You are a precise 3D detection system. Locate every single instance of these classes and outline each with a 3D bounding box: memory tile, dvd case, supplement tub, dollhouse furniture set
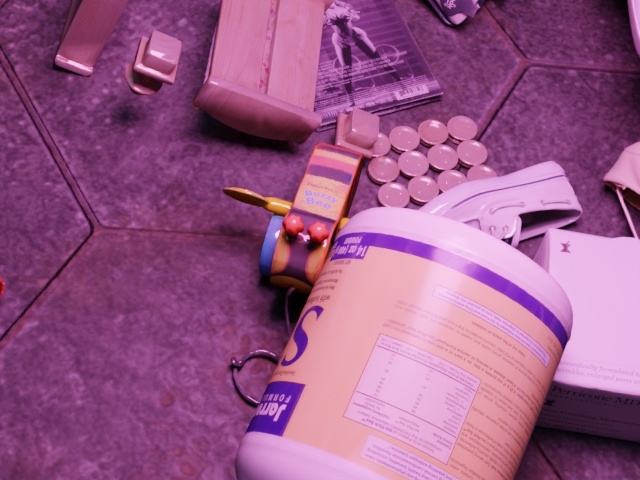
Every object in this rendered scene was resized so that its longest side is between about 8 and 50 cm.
[{"bbox_3d":[0.124,-0.091,1.495,0.148,0.012,0.113,-11,60,-13],"label":"memory tile"},{"bbox_3d":[0.031,-0.240,1.574,0.164,0.018,0.221,-16,62,-15],"label":"dvd case"},{"bbox_3d":[0.068,0.164,1.172,0.241,0.241,0.331,23,72,7],"label":"supplement tub"},{"bbox_3d":[-0.110,-0.249,1.530,0.355,0.174,0.303,20,56,-19],"label":"dollhouse furniture set"}]

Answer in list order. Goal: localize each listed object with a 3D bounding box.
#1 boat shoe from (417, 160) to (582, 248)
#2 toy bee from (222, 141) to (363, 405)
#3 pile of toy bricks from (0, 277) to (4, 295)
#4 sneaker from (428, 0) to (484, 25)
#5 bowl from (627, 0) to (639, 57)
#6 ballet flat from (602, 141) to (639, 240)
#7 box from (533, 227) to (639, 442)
[{"bbox_3d":[0.193,-0.024,1.419,0.226,0.083,0.076,-23,62,-21],"label":"boat shoe"},{"bbox_3d":[0.000,0.000,1.334,0.195,0.162,0.298,-1,57,-8],"label":"toy bee"},{"bbox_3d":[-0.375,0.038,1.312,0.105,0.118,0.212,3,35,-38],"label":"pile of toy bricks"},{"bbox_3d":[0.133,-0.336,1.591,0.235,0.094,0.153,-1,53,-31],"label":"sneaker"},{"bbox_3d":[0.408,-0.254,1.441,0.142,0.053,0.142,-1,71,-7],"label":"bowl"},{"bbox_3d":[0.404,-0.001,1.445,0.086,0.086,0.248,-22,62,-20],"label":"ballet flat"},{"bbox_3d":[0.306,0.102,1.334,0.181,0.119,0.182,9,57,-1],"label":"box"}]
